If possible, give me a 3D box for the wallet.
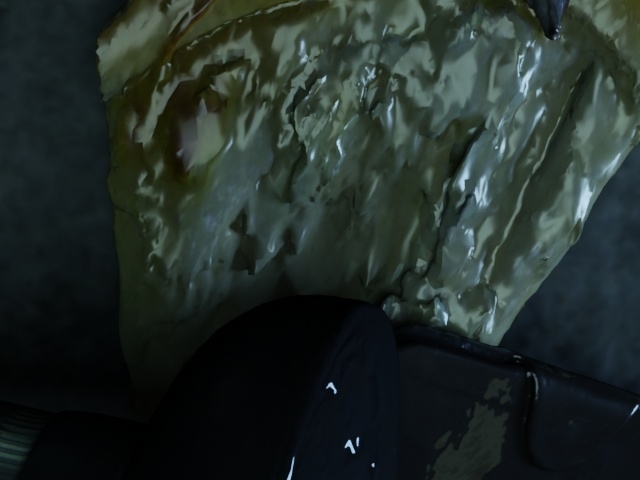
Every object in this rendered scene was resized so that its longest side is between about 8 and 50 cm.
[{"bbox_3d":[0.068,0.079,0.639,0.157,0.018,0.082,19,111,-26],"label":"wallet"}]

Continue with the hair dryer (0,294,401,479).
[{"bbox_3d":[-0.122,-0.010,0.524,0.320,0.156,0.284,19,114,10],"label":"hair dryer"}]

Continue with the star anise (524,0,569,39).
[{"bbox_3d":[0.059,-0.110,0.545,0.124,0.129,0.056,4,150,-12],"label":"star anise"}]

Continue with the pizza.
[{"bbox_3d":[0.000,0.000,0.617,0.181,0.034,0.262,19,107,-12],"label":"pizza"}]
